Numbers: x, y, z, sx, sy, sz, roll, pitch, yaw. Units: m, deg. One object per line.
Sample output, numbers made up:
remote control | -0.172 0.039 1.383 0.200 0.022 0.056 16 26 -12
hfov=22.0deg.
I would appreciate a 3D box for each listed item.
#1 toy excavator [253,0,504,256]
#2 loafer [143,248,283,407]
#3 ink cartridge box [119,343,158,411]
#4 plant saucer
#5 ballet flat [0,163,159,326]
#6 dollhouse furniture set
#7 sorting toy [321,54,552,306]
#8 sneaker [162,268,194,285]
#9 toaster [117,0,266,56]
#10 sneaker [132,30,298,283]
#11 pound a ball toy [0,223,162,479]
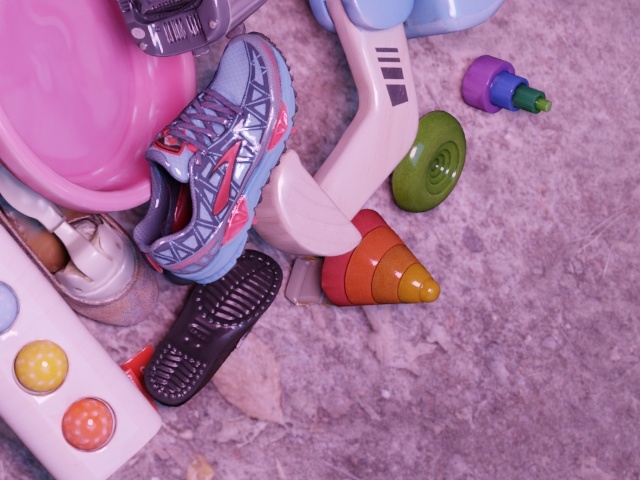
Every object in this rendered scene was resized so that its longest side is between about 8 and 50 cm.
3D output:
toy excavator | 0.073 -0.249 1.768 0.433 0.222 0.445 -23 101 -28
loafer | -0.126 0.099 1.845 0.080 0.078 0.220 38 65 7
ink cartridge box | -0.214 0.175 1.825 0.115 0.029 0.063 -39 113 -17
plant saucer | -0.258 -0.186 1.654 0.332 0.084 0.332 22 62 -50
ballet flat | -0.276 -0.011 1.721 0.107 0.106 0.316 -46 115 -6
dollhouse furniture set | 0.000 0.000 1.919 0.076 0.058 0.152 1 116 -36
sorting toy | 0.153 -0.056 1.910 0.365 0.126 0.127 -54 145 -17
sneaker | -0.106 -0.057 1.805 0.078 0.106 0.234 28 83 -30
toaster | -0.140 -0.306 1.677 0.146 0.129 0.227 -40 112 -57
sneaker | -0.110 -0.087 1.641 0.125 0.104 0.262 15 91 -47
pound a ball toy | -0.311 0.167 1.693 0.208 0.136 0.319 -41 106 -13
